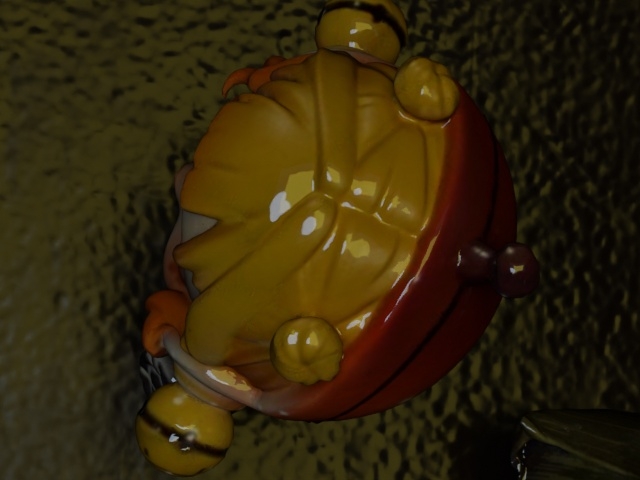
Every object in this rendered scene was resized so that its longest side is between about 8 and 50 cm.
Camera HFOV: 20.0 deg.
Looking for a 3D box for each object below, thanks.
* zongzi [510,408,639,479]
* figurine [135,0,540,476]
[{"bbox_3d":[0.259,0.263,1.129,0.317,0.154,0.289,7,86,29],"label":"zongzi"},{"bbox_3d":[0.004,0.002,1.072,0.196,0.323,0.320,24,80,-7],"label":"figurine"}]
